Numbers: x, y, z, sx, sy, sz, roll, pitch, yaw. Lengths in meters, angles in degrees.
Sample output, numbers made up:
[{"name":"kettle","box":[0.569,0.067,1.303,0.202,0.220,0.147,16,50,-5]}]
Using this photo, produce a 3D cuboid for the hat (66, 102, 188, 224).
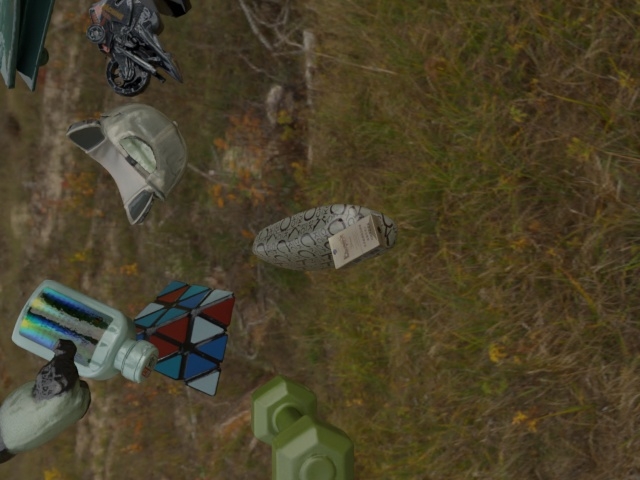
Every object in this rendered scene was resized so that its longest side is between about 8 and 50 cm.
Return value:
[{"name":"hat","box":[-0.373,-0.165,1.396,0.275,0.161,0.232,-25,100,50]}]

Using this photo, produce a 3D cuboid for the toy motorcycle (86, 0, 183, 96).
[{"name":"toy motorcycle","box":[-0.390,-0.452,1.433,0.173,0.108,0.307,-17,89,0]}]

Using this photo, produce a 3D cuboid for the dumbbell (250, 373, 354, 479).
[{"name":"dumbbell","box":[-0.035,0.291,1.038,0.108,0.121,0.302,-62,12,-3]}]

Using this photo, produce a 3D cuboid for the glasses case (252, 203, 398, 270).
[{"name":"glasses case","box":[0.000,0.000,1.275,0.354,0.137,0.085,-15,58,56]}]

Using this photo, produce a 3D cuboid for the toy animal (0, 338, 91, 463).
[{"name":"toy animal","box":[-0.412,0.245,0.950,0.225,0.094,0.121,-31,36,-4]}]

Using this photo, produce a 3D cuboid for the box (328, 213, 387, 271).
[{"name":"box","box":[0.053,0.004,1.006,0.083,0.024,0.053,-31,59,32]}]

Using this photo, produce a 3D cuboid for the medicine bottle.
[{"name":"medicine bottle","box":[-0.382,0.161,1.151,0.229,0.083,0.121,22,75,11]}]

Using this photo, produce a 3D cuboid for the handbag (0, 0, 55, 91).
[{"name":"handbag","box":[-0.527,-0.450,1.235,0.269,0.100,0.274,60,138,31]}]

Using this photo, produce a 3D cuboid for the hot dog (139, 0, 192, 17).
[{"name":"hot dog","box":[-0.307,-0.527,1.098,0.194,0.326,0.107,17,58,35]}]

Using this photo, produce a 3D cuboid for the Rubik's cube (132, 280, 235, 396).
[{"name":"Rubik's cube","box":[-0.279,0.162,1.441,0.234,0.250,0.284,-33,66,31]}]
